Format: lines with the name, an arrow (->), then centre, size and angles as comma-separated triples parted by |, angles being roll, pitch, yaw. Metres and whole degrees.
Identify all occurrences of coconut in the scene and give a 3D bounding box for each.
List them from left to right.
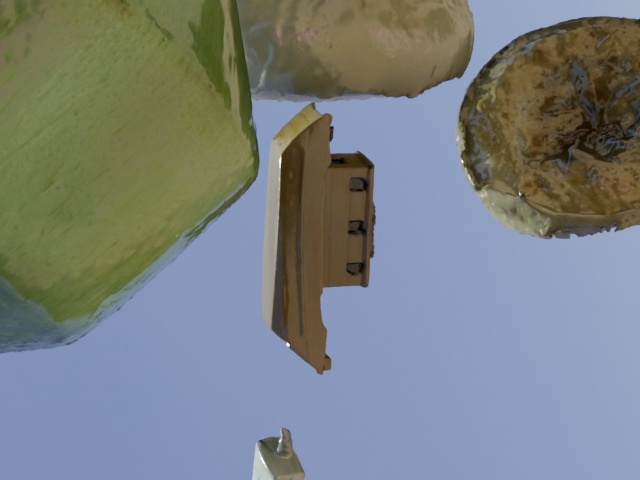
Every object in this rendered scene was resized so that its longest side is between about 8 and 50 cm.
coconut -> -0.183, -0.098, 1.116 | 0.281, 0.328, 0.328 | 175, 76, -84

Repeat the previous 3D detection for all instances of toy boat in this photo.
toy boat -> 0.000, 0.000, 1.335 | 0.057, 0.077, 0.200 | -131, 42, -67

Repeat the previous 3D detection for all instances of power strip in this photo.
power strip -> -0.038, 0.220, 1.458 | 0.047, 0.030, 0.191 | -121, 29, -47

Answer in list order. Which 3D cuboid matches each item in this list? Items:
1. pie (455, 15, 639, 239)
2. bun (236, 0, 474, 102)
pie -> 0.256, -0.110, 1.704 | 0.055, 0.274, 0.274 | 65, -163, -49
bun -> -0.010, -0.195, 1.476 | 0.287, 0.287, 0.146 | -36, -51, -70
